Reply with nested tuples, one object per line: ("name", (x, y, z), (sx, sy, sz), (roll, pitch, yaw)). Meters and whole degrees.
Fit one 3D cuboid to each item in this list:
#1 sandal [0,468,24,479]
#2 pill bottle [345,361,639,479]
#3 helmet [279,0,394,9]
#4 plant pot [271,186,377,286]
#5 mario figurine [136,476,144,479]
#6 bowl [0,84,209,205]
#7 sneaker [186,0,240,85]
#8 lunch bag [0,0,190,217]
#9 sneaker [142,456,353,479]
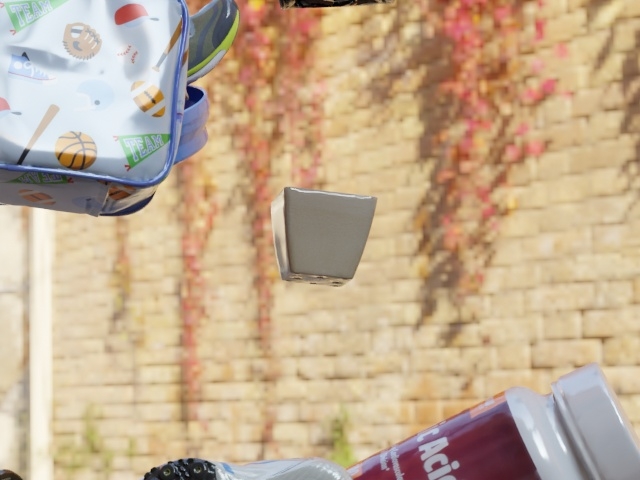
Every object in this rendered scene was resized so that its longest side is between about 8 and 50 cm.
("sandal", (-0.368, 0.339, 1.688), (0.090, 0.219, 0.060), (-31, 50, -34))
("pill bottle", (0.212, 0.320, 1.897), (0.392, 0.224, 0.224), (-28, -10, 8))
("helmet", (0.015, -0.324, 1.575), (0.169, 0.161, 0.169), (-3, 9, 0))
("plant pot", (0.000, 0.000, 1.754), (0.109, 0.096, 0.109), (6, -11, -10))
("mario figurine", (-0.183, 0.402, 1.960), (0.198, 0.170, 0.320), (15, -19, -21))
("bowl", (-0.347, -0.140, 2.191), (0.391, 0.077, 0.391), (-11, 16, 3))
("sneaker", (-0.255, -0.280, 2.238), (0.300, 0.121, 0.111), (-33, 36, -1))
("lunch bag", (-0.269, -0.157, 1.439), (0.303, 0.243, 0.115), (8, -19, -15))
("sneaker", (-0.080, 0.282, 1.667), (0.237, 0.085, 0.086), (0, -19, -2))
